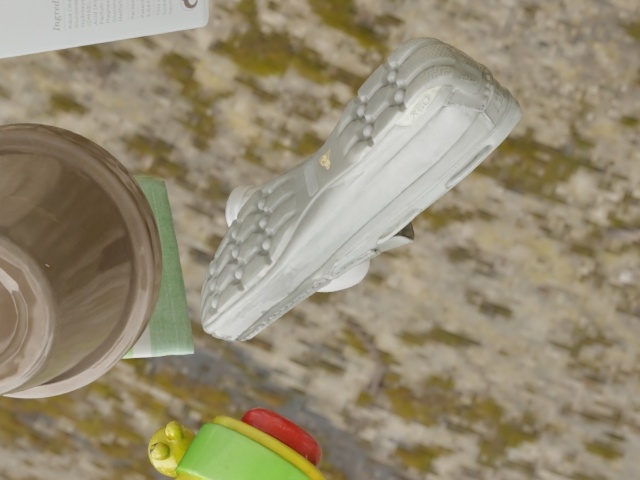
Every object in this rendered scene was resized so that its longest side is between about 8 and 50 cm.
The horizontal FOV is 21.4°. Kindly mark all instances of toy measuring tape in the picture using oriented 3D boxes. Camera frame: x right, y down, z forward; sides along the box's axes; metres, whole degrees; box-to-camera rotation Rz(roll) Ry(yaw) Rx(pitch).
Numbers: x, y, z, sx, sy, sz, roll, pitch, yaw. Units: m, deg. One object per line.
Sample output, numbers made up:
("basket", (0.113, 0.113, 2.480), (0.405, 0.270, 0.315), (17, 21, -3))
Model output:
("toy measuring tape", (-0.002, 0.207, 1.247), (0.330, 0.121, 0.121), (23, 158, 29))

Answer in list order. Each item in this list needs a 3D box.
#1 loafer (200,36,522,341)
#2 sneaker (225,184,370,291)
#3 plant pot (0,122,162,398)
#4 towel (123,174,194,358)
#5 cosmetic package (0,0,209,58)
("loafer", (0.025, -0.021, 1.318), (0.111, 0.112, 0.319), (28, 125, -29))
("sneaker", (0.000, 0.000, 1.760), (0.094, 0.080, 0.212), (-5, 159, 38))
("plant pot", (-0.289, 0.041, 1.530), (0.263, 0.263, 0.229), (23, -166, -1))
("towel", (-0.325, 0.035, 1.981), (0.324, 0.248, 0.038), (-3, 151, -16))
("cosmetic package", (-0.298, -0.233, 1.327), (0.217, 0.385, 0.156), (19, 114, 43))
